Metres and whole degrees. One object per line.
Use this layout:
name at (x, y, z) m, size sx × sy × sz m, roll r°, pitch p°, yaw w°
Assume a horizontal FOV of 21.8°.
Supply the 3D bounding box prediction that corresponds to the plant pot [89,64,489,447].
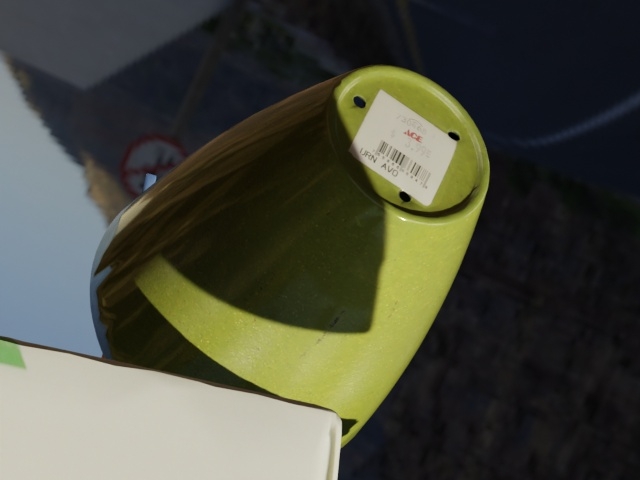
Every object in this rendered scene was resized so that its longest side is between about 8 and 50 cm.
plant pot at (0.000, 0.000, 1.304) m, size 0.275 × 0.275 × 0.293 m, roll 24°, pitch 142°, yaw -17°

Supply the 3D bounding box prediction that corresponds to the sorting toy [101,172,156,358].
sorting toy at (-0.185, 0.080, 1.654) m, size 0.047 × 0.196 × 0.348 m, roll 13°, pitch -145°, yaw -6°

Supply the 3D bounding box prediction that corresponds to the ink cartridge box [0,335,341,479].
ink cartridge box at (-0.137, 0.128, 0.572) m, size 0.211 × 0.121 × 0.289 m, roll 13°, pitch 157°, yaw -12°
